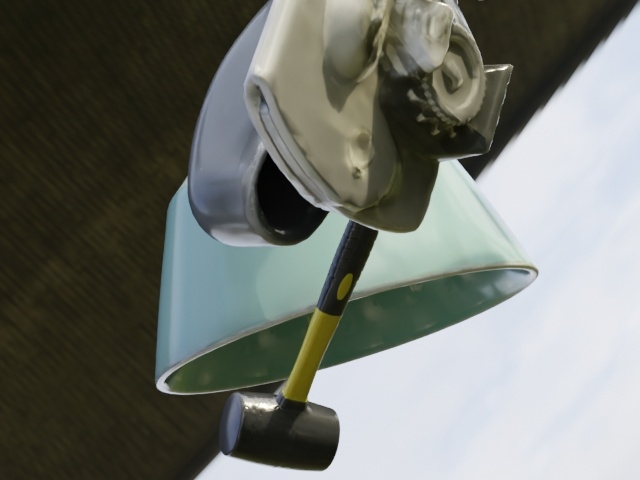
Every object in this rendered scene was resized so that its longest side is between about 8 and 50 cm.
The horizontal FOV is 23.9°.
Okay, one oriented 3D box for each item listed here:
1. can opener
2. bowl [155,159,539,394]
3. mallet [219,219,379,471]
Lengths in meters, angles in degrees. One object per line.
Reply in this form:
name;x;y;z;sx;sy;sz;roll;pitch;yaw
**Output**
can opener;0.025;-0.130;0.444;0.076;0.095;0.283;38;-121;-40
bowl;0.000;0.000;1.196;0.311;0.163;0.311;-17;-11;-3
mallet;-0.006;0.040;0.782;0.062;0.039;0.190;5;-61;-17
